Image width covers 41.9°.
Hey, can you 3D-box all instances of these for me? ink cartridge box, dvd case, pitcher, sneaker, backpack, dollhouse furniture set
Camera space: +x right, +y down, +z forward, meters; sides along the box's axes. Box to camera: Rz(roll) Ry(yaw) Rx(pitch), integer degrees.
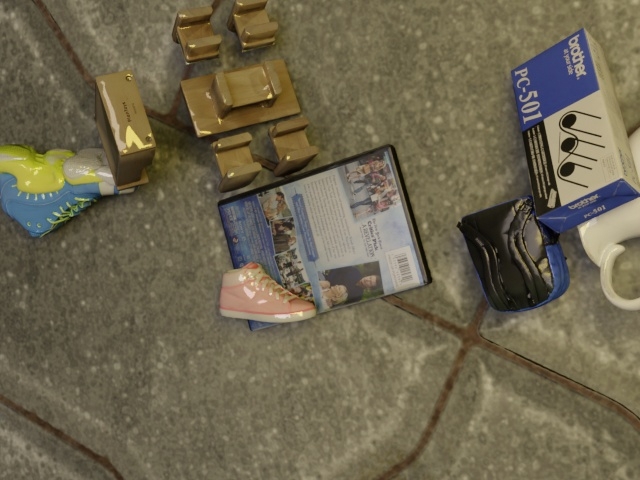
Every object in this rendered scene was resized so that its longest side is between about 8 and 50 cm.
[{"bbox_3d":[0.266,-0.119,0.889,0.097,0.046,0.207,-29,47,36],"label":"ink cartridge box"},{"bbox_3d":[0.000,0.000,1.071,0.253,0.022,0.180,-17,85,20],"label":"dvd case"},{"bbox_3d":[0.363,-0.038,0.872,0.207,0.125,0.177,-32,61,24],"label":"pitcher"},{"bbox_3d":[-0.069,0.064,1.058,0.134,0.051,0.070,3,98,25],"label":"sneaker"},{"bbox_3d":[0.230,0.017,0.940,0.098,0.101,0.120,-21,80,38],"label":"backpack"},{"bbox_3d":[-0.354,-0.064,1.180,0.240,0.091,0.126,10,113,20],"label":"sneaker"},{"bbox_3d":[-0.153,-0.161,1.063,0.242,0.161,0.212,-17,85,-18],"label":"dollhouse furniture set"}]
